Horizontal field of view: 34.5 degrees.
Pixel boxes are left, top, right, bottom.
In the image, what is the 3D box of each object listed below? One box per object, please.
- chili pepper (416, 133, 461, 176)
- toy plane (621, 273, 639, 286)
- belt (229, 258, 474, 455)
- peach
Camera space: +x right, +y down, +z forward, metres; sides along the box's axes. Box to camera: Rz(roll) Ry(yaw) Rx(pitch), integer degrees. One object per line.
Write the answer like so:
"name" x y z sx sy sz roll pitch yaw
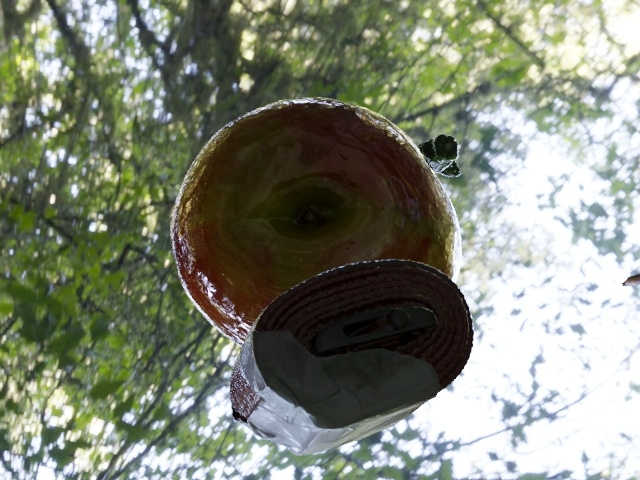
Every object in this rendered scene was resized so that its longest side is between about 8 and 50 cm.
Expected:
"chili pepper" 0.173 -0.122 1.555 0.073 0.182 0.050 -9 -94 8
"toy plane" 0.349 0.005 0.912 0.135 0.188 0.062 34 -119 -28
"belt" 0.027 0.091 0.843 0.200 0.124 0.128 -16 -109 -23
"peach" 0.000 0.000 1.360 0.388 0.388 0.388 8 -117 -15
